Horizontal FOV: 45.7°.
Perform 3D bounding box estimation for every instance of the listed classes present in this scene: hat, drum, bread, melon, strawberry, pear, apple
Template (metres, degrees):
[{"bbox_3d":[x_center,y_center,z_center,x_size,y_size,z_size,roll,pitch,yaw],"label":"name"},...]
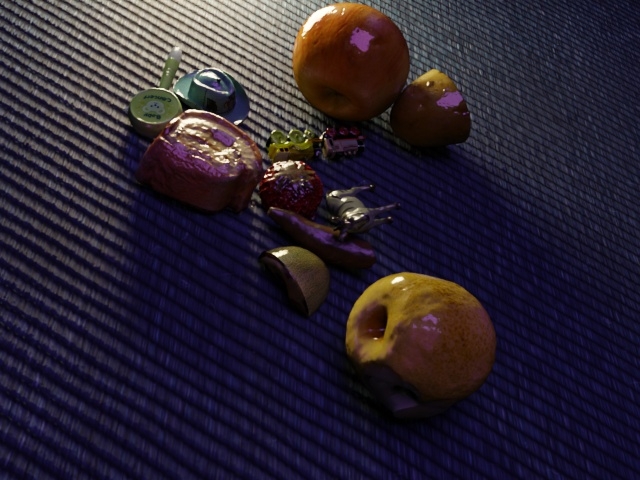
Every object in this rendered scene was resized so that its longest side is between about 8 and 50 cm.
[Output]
[{"bbox_3d":[-0.247,-0.348,1.748,0.191,0.078,0.138,37,53,11],"label":"hat"},{"bbox_3d":[-0.369,-0.334,1.691,0.130,0.049,0.253,-4,57,-9],"label":"drum"},{"bbox_3d":[-0.233,-0.159,1.569,0.244,0.123,0.190,25,46,-1],"label":"bread"},{"bbox_3d":[-0.037,0.056,1.490,0.128,0.079,0.160,-28,65,-35],"label":"melon"},{"bbox_3d":[-0.061,-0.109,1.617,0.145,0.086,0.145,11,47,-12],"label":"strawberry"},{"bbox_3d":[0.184,0.181,1.361,0.271,0.271,0.271,11,49,-12],"label":"pear"},{"bbox_3d":[0.071,-0.417,1.806,0.286,0.286,0.233,28,64,4],"label":"apple"}]

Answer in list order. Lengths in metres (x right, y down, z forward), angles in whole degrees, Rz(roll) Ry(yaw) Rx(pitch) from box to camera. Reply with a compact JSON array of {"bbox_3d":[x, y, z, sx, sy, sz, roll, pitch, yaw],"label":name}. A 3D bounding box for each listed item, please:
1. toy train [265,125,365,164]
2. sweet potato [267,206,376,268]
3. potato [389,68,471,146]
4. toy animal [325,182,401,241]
[{"bbox_3d":[-0.006,-0.221,1.755,0.249,0.053,0.085,-8,63,-27],"label":"toy train"},{"bbox_3d":[0.000,0.000,1.559,0.243,0.077,0.077,21,47,4],"label":"sweet potato"},{"bbox_3d":[0.249,-0.301,1.852,0.158,0.178,0.203,-25,77,-17],"label":"potato"},{"bbox_3d":[0.065,-0.060,1.581,0.176,0.073,0.217,-8,27,-30],"label":"toy animal"}]
